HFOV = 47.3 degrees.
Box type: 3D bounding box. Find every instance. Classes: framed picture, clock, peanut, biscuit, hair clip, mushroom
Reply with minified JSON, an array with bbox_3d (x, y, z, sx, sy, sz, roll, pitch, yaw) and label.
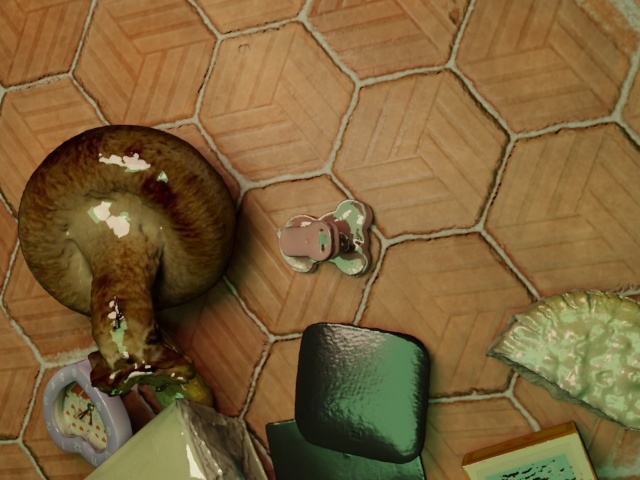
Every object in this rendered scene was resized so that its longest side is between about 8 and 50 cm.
[{"bbox_3d":[0.057,0.430,1.154,0.244,0.013,0.323,-13,86,14],"label":"framed picture"},{"bbox_3d":[-0.377,0.274,1.204,0.198,0.064,0.172,10,105,33],"label":"clock"},{"bbox_3d":[-0.253,0.214,1.203,0.087,0.087,0.206,-40,82,12],"label":"peanut"},{"bbox_3d":[0.389,0.159,1.027,0.281,0.084,0.179,22,96,15],"label":"biscuit"},{"bbox_3d":[0.008,0.000,1.162,0.138,0.102,0.123,-8,85,48],"label":"hair clip"},{"bbox_3d":[-0.315,0.014,1.102,0.331,0.356,0.334,-3,123,31],"label":"mushroom"}]

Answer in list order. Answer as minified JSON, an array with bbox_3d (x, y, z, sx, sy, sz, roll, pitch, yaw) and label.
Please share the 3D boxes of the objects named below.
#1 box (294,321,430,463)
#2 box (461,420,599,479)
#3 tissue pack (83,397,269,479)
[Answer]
[{"bbox_3d":[0.063,0.231,1.130,0.213,0.042,0.201,4,84,18],"label":"box"},{"bbox_3d":[0.333,0.419,1.045,0.174,0.076,0.274,-22,84,13],"label":"box"},{"bbox_3d":[-0.244,0.472,1.098,0.380,0.207,0.297,-42,52,10],"label":"tissue pack"}]
